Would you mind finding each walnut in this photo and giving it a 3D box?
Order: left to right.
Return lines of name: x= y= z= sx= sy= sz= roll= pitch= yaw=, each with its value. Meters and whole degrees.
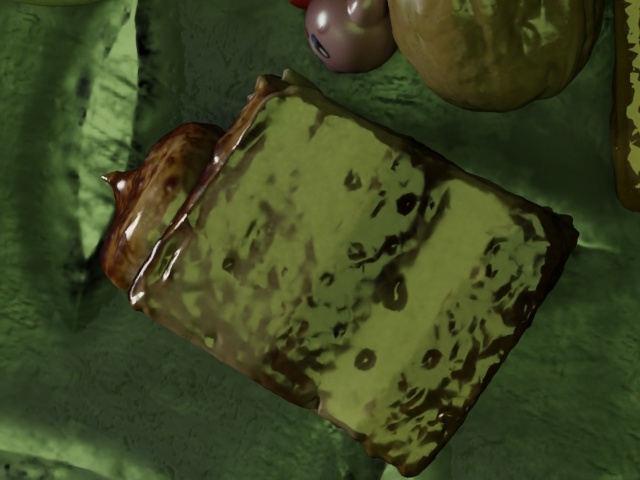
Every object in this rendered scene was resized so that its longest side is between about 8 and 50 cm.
walnut: x=0.117 y=-0.164 z=1.277 sx=0.166 sy=0.149 sz=0.166 roll=-12 pitch=112 yaw=-34

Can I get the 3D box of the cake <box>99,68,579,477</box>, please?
cake: x=0.000 y=0.000 z=1.290 sx=0.293 sy=0.196 sz=0.198 roll=31 pitch=97 yaw=2

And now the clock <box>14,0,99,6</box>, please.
clock: x=-0.178 y=-0.275 z=1.303 sx=0.235 sy=0.029 sz=0.235 roll=-3 pitch=106 yaw=-10

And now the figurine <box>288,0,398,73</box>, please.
figurine: x=0.024 y=-0.149 z=1.319 sx=0.067 sy=0.083 sz=0.071 roll=-15 pitch=84 yaw=-24

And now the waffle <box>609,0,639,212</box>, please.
waffle: x=0.355 y=-0.125 z=1.277 sx=0.328 sy=0.098 sz=0.224 roll=0 pitch=102 yaw=12
